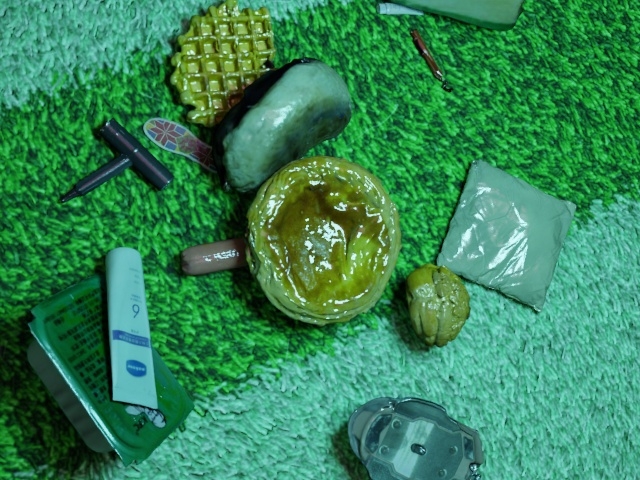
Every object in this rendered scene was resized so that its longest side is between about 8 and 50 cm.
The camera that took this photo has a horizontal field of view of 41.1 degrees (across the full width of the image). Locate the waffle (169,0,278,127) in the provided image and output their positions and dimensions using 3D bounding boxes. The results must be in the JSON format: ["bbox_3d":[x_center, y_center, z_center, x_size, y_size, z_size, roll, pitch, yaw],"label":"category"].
[{"bbox_3d":[-0.179,-0.356,1.810,0.283,0.065,0.309,37,75,-10],"label":"waffle"}]

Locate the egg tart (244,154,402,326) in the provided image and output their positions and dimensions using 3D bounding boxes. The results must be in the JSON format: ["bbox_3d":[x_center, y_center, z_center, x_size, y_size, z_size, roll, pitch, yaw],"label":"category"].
[{"bbox_3d":[0.000,0.000,1.755,0.352,0.150,0.351,1,87,-22],"label":"egg tart"}]

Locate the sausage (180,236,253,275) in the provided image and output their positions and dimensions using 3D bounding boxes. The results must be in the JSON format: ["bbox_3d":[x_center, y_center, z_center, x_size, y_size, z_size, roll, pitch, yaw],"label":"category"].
[{"bbox_3d":[-0.208,0.032,1.739,0.154,0.062,0.062,-11,85,-18],"label":"sausage"}]

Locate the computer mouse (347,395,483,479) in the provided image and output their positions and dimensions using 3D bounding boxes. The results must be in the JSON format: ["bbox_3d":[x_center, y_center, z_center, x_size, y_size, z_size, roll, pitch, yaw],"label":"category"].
[{"bbox_3d":[0.212,0.430,1.783,0.389,0.115,0.199,29,90,-23],"label":"computer mouse"}]

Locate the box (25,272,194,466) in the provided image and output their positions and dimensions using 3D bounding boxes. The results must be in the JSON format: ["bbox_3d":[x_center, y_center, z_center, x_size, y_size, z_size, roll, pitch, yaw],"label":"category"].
[{"bbox_3d":[-0.411,0.249,1.582,0.106,0.264,0.336,-32,93,23],"label":"box"}]

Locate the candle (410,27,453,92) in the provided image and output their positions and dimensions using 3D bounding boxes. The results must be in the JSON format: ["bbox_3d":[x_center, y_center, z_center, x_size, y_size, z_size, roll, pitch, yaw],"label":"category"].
[{"bbox_3d":[0.255,-0.412,1.974,0.026,0.021,0.167,-31,90,-39],"label":"candle"}]

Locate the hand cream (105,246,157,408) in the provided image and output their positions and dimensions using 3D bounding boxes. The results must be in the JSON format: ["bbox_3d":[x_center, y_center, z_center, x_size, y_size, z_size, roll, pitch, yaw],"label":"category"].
[{"bbox_3d":[-0.364,0.159,1.615,0.109,0.067,0.320,29,43,-51],"label":"hand cream"}]

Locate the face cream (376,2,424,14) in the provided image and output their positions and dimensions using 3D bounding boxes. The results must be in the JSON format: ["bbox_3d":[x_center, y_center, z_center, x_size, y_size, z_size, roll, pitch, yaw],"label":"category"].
[{"bbox_3d":[0.185,-0.536,1.973,0.115,0.020,0.038,-6,73,-21],"label":"face cream"}]

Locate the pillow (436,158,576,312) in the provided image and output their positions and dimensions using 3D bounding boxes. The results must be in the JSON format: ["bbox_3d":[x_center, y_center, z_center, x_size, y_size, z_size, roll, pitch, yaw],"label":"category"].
[{"bbox_3d":[0.428,-0.014,1.936,0.281,0.076,0.274,24,77,-12],"label":"pillow"}]

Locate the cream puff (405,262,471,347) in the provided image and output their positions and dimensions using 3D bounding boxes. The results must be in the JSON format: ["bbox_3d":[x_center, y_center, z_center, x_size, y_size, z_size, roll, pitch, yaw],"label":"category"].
[{"bbox_3d":[0.252,0.135,1.803,0.130,0.189,0.188,-9,83,13],"label":"cream puff"}]

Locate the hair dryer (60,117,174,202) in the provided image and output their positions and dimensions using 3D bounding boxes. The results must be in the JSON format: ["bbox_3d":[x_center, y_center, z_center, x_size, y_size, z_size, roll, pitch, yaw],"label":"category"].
[{"bbox_3d":[-0.418,-0.119,1.710,0.173,0.050,0.195,42,76,-6],"label":"hair dryer"}]

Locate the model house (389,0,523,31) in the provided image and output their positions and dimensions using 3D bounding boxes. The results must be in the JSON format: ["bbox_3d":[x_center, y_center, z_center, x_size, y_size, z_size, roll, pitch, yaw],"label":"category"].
[{"bbox_3d":[0.311,-0.727,1.912,0.382,0.334,0.342,10,58,0],"label":"model house"}]

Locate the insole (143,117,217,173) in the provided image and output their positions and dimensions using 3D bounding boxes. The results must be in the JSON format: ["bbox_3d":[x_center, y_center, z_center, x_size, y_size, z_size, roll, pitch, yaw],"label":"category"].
[{"bbox_3d":[-0.279,-0.199,1.783,0.193,0.006,0.065,30,74,-10],"label":"insole"}]

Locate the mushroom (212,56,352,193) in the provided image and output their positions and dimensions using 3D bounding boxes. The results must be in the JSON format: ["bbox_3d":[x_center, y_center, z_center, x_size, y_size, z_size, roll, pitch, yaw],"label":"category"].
[{"bbox_3d":[-0.061,-0.225,1.750,0.344,0.130,0.247,-32,131,-23],"label":"mushroom"}]
